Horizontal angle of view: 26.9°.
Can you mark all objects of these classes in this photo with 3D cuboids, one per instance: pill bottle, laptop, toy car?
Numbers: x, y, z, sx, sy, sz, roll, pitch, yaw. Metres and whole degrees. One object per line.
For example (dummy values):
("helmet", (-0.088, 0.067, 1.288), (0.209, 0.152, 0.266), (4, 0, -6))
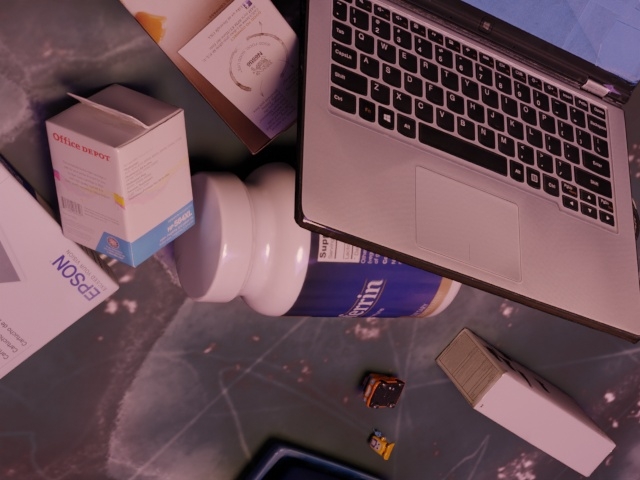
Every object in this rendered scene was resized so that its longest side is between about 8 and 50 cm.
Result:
("pill bottle", (0.000, 0.000, 1.324), (0.265, 0.153, 0.153), (2, 120, -26))
("laptop", (0.201, -0.178, 1.139), (0.382, 0.408, 0.236), (19, 148, -29))
("toy car", (0.060, 0.203, 1.559), (0.060, 0.040, 0.122), (-16, 127, -42))

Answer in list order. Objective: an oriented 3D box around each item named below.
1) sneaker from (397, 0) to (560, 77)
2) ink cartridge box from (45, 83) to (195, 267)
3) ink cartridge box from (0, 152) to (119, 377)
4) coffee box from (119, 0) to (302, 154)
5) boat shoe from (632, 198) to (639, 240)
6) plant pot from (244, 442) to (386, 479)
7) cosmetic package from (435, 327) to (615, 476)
("sneaker", (0.124, -0.197, 1.284), (0.281, 0.105, 0.115), (-1, 115, -29))
("ink cartridge box", (-0.179, -0.068, 1.212), (0.090, 0.092, 0.143), (-37, 138, -41))
("ink cartridge box", (-0.340, 0.037, 1.253), (0.224, 0.045, 0.223), (-37, 130, 1))
("coffee box", (-0.108, -0.207, 1.141), (0.098, 0.141, 0.246), (-39, 129, 2))
("boat shoe", (0.251, -0.051, 1.435), (0.127, 0.113, 0.340), (-47, 129, 8))
("plant pot", (-0.002, 0.378, 1.536), (0.236, 0.212, 0.236), (26, 107, -36))
("cosmetic package", (0.250, 0.196, 1.610), (0.239, 0.099, 0.060), (33, 103, -38))
